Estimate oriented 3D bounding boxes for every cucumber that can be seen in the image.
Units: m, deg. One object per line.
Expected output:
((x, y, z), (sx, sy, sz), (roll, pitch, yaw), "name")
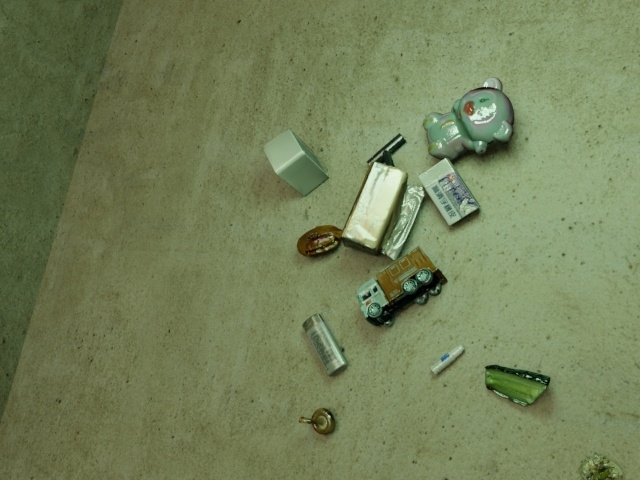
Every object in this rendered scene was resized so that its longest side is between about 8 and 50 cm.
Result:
((0.601, 0.430, 1.614), (0.193, 0.115, 0.086), (6, 33, 34), "cucumber")

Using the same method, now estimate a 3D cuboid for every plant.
((0.761, 0.643, 1.435), (0.105, 0.122, 0.116), (27, 80, 21), "plant")

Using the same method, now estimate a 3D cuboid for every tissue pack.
((-0.095, -0.314, 2.146), (0.136, 0.246, 0.159), (-35, 59, 12), "tissue pack")
((0.230, -0.095, 1.924), (0.239, 0.239, 0.305), (19, 82, 32), "tissue pack")

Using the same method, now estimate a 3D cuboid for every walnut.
((0.000, 0.000, 2.066), (0.207, 0.116, 0.115), (-22, 64, 19), "walnut")

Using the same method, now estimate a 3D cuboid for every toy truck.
((0.271, 0.161, 1.853), (0.305, 0.136, 0.162), (-35, 53, 10), "toy truck")

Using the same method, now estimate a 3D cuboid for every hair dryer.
((0.275, -0.318, 2.021), (0.173, 0.050, 0.194), (-43, 29, 9), "hair dryer")

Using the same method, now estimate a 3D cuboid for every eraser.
((0.451, -0.170, 1.863), (0.125, 0.068, 0.210), (-34, 82, 24), "eraser")

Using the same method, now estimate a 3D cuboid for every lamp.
((0.542, -0.399, 1.867), (0.301, 0.248, 0.246), (-28, 55, 42), "lamp")

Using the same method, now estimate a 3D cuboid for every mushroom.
((-0.012, 0.632, 1.867), (0.130, 0.073, 0.088), (11, 93, -4), "mushroom")

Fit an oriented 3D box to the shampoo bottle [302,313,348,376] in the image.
((0.015, 0.383, 1.954), (0.086, 0.056, 0.227), (-40, 59, 13), "shampoo bottle")

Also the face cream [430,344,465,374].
((0.422, 0.391, 1.748), (0.130, 0.034, 0.034), (-42, 59, 10), "face cream")
